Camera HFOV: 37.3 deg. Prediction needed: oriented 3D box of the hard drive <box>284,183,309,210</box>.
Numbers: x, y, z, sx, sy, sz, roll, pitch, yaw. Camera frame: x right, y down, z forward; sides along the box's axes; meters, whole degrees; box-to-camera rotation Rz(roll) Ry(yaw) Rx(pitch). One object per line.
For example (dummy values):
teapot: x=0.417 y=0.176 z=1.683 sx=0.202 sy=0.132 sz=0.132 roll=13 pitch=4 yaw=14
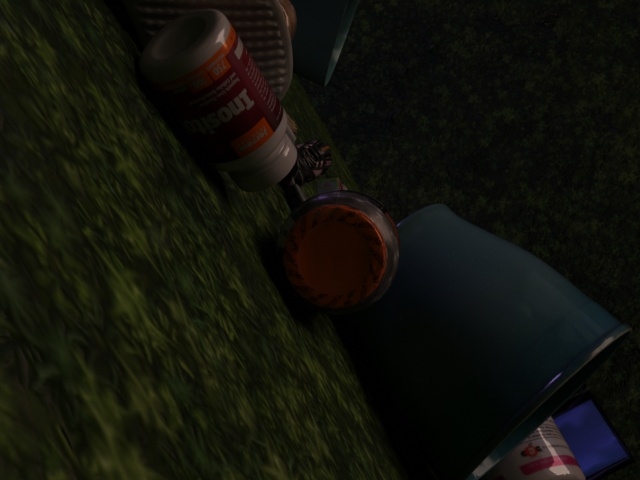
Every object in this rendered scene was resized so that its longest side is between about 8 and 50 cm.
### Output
hard drive: x=0.000 y=0.000 z=1.249 sx=0.135 sy=0.022 sz=0.094 roll=64 pitch=7 yaw=30

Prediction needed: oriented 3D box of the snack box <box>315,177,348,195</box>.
snack box: x=0.028 y=-0.028 z=1.394 sx=0.141 sy=0.037 sz=0.100 roll=40 pitch=44 yaw=-75

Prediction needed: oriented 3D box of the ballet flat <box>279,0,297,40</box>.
ballet flat: x=-0.144 y=-0.357 z=1.184 sx=0.316 sy=0.107 sz=0.106 roll=41 pitch=20 yaw=-20

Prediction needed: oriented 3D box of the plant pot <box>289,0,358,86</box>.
plant pot: x=-0.055 y=-0.428 z=1.558 sx=0.235 sy=0.293 sz=0.293 roll=19 pitch=7 yaw=1

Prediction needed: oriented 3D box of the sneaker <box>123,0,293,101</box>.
sneaker: x=-0.141 y=-0.274 z=0.853 sx=0.366 sy=0.135 sz=0.150 roll=57 pitch=10 yaw=-38

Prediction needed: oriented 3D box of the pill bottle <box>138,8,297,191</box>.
pill bottle: x=-0.082 y=-0.116 z=0.821 sx=0.152 sy=0.086 sz=0.086 roll=55 pitch=8 yaw=-38

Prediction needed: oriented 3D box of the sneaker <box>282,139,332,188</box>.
sneaker: x=-0.023 y=-0.115 z=1.334 sx=0.072 sy=0.077 sz=0.178 roll=59 pitch=7 yaw=-4

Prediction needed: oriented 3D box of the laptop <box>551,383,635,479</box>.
laptop: x=0.278 y=0.245 z=1.386 sx=0.264 sy=0.234 sz=0.136 roll=62 pitch=6 yaw=6

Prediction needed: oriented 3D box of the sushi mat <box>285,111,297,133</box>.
sushi mat: x=-0.100 y=-0.271 z=1.716 sx=0.151 sy=0.019 sz=0.316 roll=59 pitch=6 yaw=2

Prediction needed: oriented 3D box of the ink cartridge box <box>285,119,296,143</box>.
ink cartridge box: x=-0.119 y=-0.258 z=1.358 sx=0.206 sy=0.045 sz=0.208 roll=53 pitch=12 yaw=-45

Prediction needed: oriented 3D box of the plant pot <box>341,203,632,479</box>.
plant pot: x=0.163 y=0.106 z=1.088 sx=0.255 sy=0.271 sz=0.271 roll=47 pitch=1 yaw=20

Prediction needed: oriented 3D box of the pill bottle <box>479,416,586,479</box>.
pill bottle: x=0.221 y=0.240 z=1.282 sx=0.160 sy=0.160 sz=0.283 roll=52 pitch=10 yaw=-52

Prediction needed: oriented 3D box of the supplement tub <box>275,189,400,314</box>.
supplement tub: x=0.019 y=0.009 z=0.928 sx=0.117 sy=0.117 sz=0.190 roll=60 pitch=6 yaw=0
